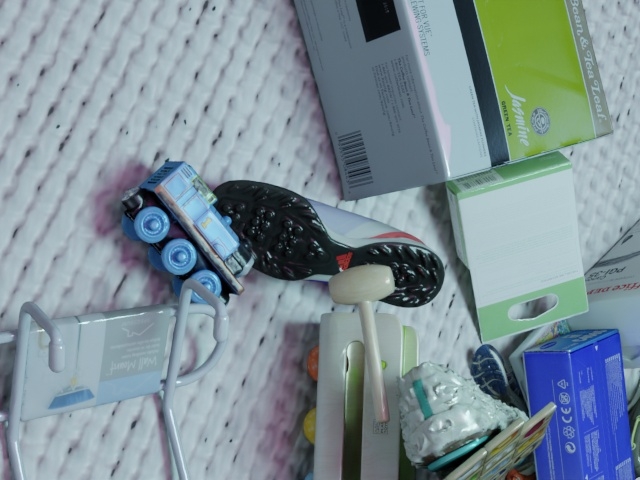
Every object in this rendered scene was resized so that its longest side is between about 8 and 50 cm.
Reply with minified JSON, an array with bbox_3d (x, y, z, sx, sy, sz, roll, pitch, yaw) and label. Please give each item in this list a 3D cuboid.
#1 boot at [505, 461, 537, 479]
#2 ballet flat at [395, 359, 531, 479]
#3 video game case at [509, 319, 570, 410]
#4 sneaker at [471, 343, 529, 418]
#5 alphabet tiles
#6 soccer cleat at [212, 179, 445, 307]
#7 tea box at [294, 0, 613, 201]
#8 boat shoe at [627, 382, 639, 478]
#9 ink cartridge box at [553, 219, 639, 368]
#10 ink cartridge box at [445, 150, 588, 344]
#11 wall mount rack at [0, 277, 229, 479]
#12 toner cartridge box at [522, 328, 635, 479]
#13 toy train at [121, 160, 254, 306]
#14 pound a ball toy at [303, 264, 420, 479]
[{"bbox_3d":[0.258,0.360,1.936,0.158,0.059,0.085,-21,93,-45],"label":"boot"},{"bbox_3d":[0.176,0.221,1.759,0.409,0.147,0.147,47,47,-70],"label":"ballet flat"},{"bbox_3d":[0.328,0.192,2.004,0.157,0.019,0.143,-38,110,-49],"label":"video game case"},{"bbox_3d":[0.256,0.194,1.967,0.058,0.052,0.135,-48,118,-42],"label":"sneaker"},{"bbox_3d":[0.146,0.325,1.704,0.342,0.285,0.011,-37,70,-14],"label":"alphabet tiles"},{"bbox_3d":[0.000,0.000,1.786,0.318,0.116,0.109,18,100,-16],"label":"soccer cleat"},{"bbox_3d":[0.173,-0.251,1.864,0.323,0.220,0.329,-15,92,-36],"label":"tea box"},{"bbox_3d":[0.520,0.252,2.119,0.305,0.091,0.109,-42,108,-33],"label":"boat shoe"},{"bbox_3d":[0.509,0.059,2.069,0.283,0.207,0.117,-40,105,-34],"label":"ink cartridge box"},{"bbox_3d":[0.275,0.009,1.962,0.171,0.056,0.235,-16,117,-10],"label":"ink cartridge box"},{"bbox_3d":[-0.231,0.201,1.562,0.350,0.130,0.304,-8,120,-35],"label":"wall mount rack"},{"bbox_3d":[0.365,0.307,1.951,0.165,0.075,0.348,-12,96,-55],"label":"toner cartridge box"},{"bbox_3d":[-0.152,-0.004,1.662,0.105,0.080,0.184,-43,109,-15],"label":"toy train"},{"bbox_3d":[0.036,0.201,1.719,0.208,0.135,0.319,36,55,-72],"label":"pound a ball toy"}]
